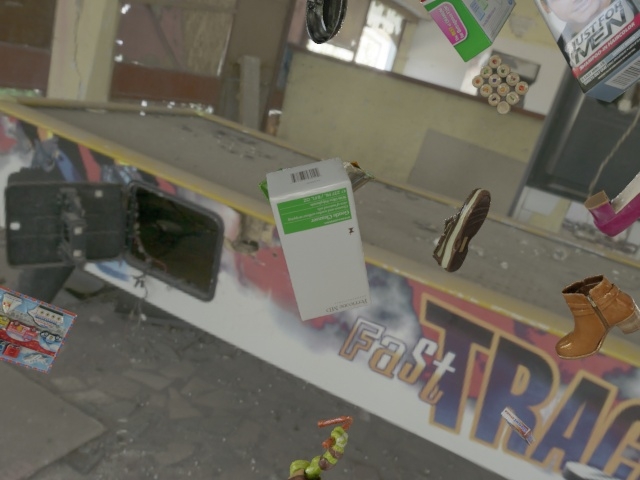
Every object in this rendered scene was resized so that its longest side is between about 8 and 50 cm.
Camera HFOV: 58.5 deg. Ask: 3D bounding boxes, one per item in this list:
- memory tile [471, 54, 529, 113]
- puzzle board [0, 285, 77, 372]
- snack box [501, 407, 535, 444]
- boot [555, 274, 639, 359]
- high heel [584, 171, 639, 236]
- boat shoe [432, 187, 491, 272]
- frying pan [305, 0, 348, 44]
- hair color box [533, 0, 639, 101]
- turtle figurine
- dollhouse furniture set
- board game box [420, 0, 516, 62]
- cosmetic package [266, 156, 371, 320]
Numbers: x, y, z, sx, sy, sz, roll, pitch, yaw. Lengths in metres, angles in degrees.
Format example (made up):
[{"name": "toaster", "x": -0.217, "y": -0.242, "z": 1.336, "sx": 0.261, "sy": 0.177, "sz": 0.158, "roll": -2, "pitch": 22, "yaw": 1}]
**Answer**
[{"name": "memory tile", "x": 0.515, "y": -0.448, "z": 1.645, "sx": 0.148, "sy": 0.113, "sz": 0.012, "roll": 50, "pitch": 40, "yaw": 12}, {"name": "puzzle board", "x": -0.439, "y": 0.132, "z": 0.841, "sx": 0.128, "sy": 0.096, "sz": 0.011, "roll": 33, "pitch": -17, "yaw": -37}, {"name": "snack box", "x": 0.442, "y": 0.416, "z": 1.272, "sx": 0.064, "sy": 0.022, "sz": 0.178, "roll": 45, "pitch": -2, "yaw": 34}, {"name": "boot", "x": 0.536, "y": 0.155, "z": 1.169, "sx": 0.152, "sy": 0.197, "sz": 0.073, "roll": 40, "pitch": 29, "yaw": -20}, {"name": "high heel", "x": 0.707, "y": -0.087, "z": 1.225, "sx": 0.117, "sy": 0.244, "sz": 0.082, "roll": 41, "pitch": 35, "yaw": -27}, {"name": "boat shoe", "x": 0.385, "y": -0.040, "z": 1.611, "sx": 0.095, "sy": 0.257, "sz": 0.095, "roll": 4, "pitch": 26, "yaw": -42}, {"name": "frying pan", "x": -0.001, "y": -0.670, "z": 1.522, "sx": 0.053, "sy": 0.197, "sz": 0.325, "roll": -2, "pitch": 61, "yaw": -28}, {"name": "hair color box", "x": 0.649, "y": -0.536, "z": 1.345, "sx": 0.114, "sy": 0.185, "sz": 0.374, "roll": 3, "pitch": 60, "yaw": -32}, {"name": "turtle figurine", "x": -0.045, "y": 0.388, "z": 0.841, "sx": 0.087, "sy": 0.269, "sz": 0.217, "roll": 49, "pitch": 10, "yaw": 1}, {"name": "dollhouse furniture set", "x": -0.007, "y": -0.186, "z": 1.810, "sx": 0.151, "sy": 0.302, "sz": 0.198, "roll": 60, "pitch": 17, "yaw": 14}, {"name": "board game box", "x": 0.245, "y": -0.533, "z": 1.112, "sx": 0.316, "sy": 0.064, "sz": 0.242, "roll": 49, "pitch": 45, "yaw": -13}, {"name": "cosmetic package", "x": 0.000, "y": 0.000, "z": 1.426, "sx": 0.197, "sy": 0.365, "sz": 0.155, "roll": -15, "pitch": 31, "yaw": -1}]
